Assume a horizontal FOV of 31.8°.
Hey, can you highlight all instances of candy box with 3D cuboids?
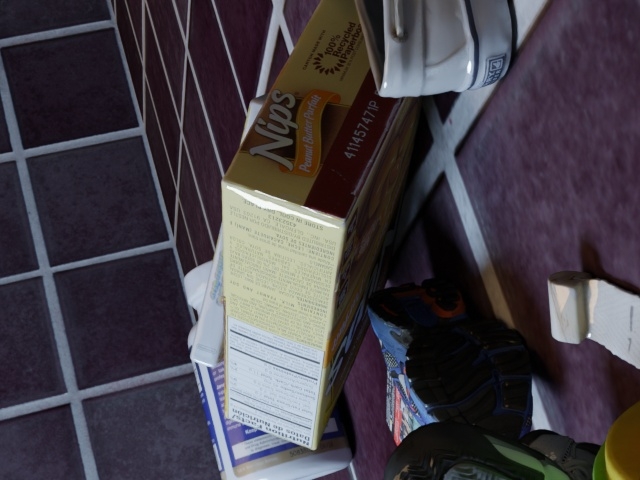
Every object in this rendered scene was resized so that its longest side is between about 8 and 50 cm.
[{"bbox_3d":[0.000,0.000,0.828,0.316,0.087,0.183,95,-163,-55],"label":"candy box"}]

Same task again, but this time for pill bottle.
[{"bbox_3d":[-0.069,0.153,1.310,0.153,0.153,0.265,119,136,-71],"label":"pill bottle"}]

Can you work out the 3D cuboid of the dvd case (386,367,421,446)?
[{"bbox_3d":[0.085,0.175,0.997,0.119,0.013,0.087,-116,18,-47],"label":"dvd case"}]

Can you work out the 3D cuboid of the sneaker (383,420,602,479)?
[{"bbox_3d":[0.102,0.131,0.556,0.228,0.086,0.132,42,-162,-28],"label":"sneaker"}]

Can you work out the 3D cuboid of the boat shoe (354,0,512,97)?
[{"bbox_3d":[0.032,-0.209,0.676,0.096,0.088,0.267,132,124,-74],"label":"boat shoe"}]

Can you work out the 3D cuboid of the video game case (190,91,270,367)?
[{"bbox_3d":[-0.040,-0.026,0.922,0.227,0.026,0.206,-45,-29,-72],"label":"video game case"}]

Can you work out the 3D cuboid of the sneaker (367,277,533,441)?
[{"bbox_3d":[0.094,0.098,0.770,0.221,0.083,0.087,-113,7,-70],"label":"sneaker"}]

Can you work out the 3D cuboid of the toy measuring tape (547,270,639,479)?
[{"bbox_3d":[0.139,0.083,0.460,0.330,0.121,0.121,-137,36,-68],"label":"toy measuring tape"}]
